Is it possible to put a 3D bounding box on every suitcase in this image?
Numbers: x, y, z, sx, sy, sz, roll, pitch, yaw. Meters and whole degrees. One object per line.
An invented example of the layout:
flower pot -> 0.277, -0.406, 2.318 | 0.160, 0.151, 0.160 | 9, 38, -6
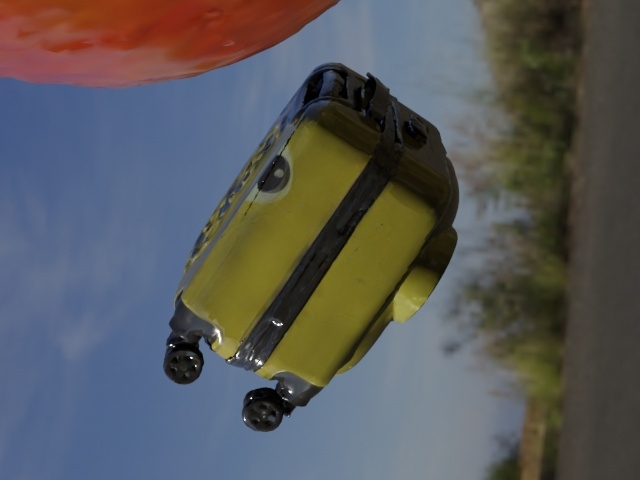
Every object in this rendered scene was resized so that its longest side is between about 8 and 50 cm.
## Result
suitcase -> 0.000, 0.000, 1.248 | 0.235, 0.143, 0.194 | -55, 9, 16

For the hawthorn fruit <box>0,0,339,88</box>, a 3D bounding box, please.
hawthorn fruit -> -0.060, -0.174, 0.375 | 0.295, 0.311, 0.295 | 1, -92, -49
